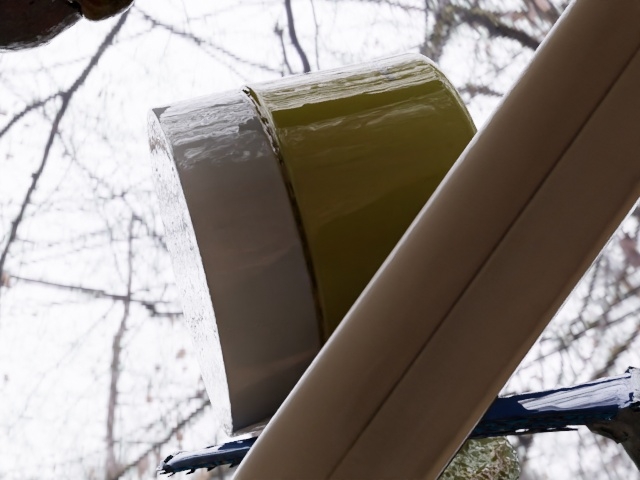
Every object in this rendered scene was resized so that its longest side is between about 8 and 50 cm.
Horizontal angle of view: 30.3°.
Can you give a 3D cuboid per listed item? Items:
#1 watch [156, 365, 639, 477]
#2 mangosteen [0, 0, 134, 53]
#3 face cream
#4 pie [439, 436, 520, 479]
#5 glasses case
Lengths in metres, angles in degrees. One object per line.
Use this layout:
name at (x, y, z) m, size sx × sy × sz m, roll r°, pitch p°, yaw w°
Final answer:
watch at (0.091, 0.159, 0.691) m, size 0.274 × 0.068 × 0.276 m, roll -37°, pitch -84°, yaw 19°
mangosteen at (-0.248, -0.252, 0.983) m, size 0.216 × 0.216 × 0.216 m, roll -3°, pitch -59°, yaw -5°
face cream at (0.000, 0.000, 0.769) m, size 0.179 × 0.218 × 0.218 m, roll -14°, pitch -58°, yaw -12°
pie at (0.038, 0.131, 0.922) m, size 0.201 × 0.248 × 0.090 m, roll 7°, pitch -54°, yaw -21°
glasses case at (0.088, 0.009, 0.577) m, size 0.076 × 0.144 × 0.336 m, roll 36°, pitch -89°, yaw 12°
